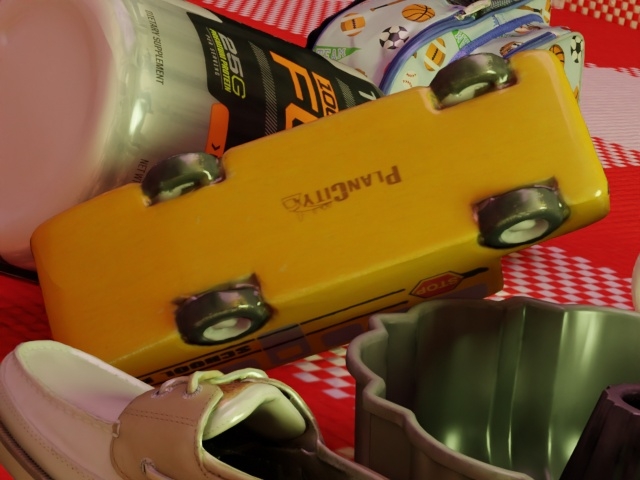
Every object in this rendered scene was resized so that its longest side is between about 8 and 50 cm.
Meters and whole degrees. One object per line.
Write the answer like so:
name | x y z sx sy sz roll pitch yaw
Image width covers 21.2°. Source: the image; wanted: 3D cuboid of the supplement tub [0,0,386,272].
supplement tub | -0.079 -0.054 1.219 0.338 0.207 0.207 15 8 -45

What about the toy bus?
toy bus | 0.000 0.000 1.022 0.332 0.108 0.130 -19 -24 2

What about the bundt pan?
bundt pan | 0.165 0.141 0.912 0.330 0.124 0.331 9 17 -3

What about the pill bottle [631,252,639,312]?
pill bottle | 0.354 0.025 1.435 0.121 0.121 0.216 18 18 28

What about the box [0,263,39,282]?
box | -0.292 -0.054 1.386 0.290 0.087 0.169 15 17 17

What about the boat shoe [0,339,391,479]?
boat shoe | -0.046 0.114 0.844 0.302 0.103 0.113 29 19 30

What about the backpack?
backpack | 0.102 -0.107 1.552 0.263 0.277 0.213 -20 29 -36
